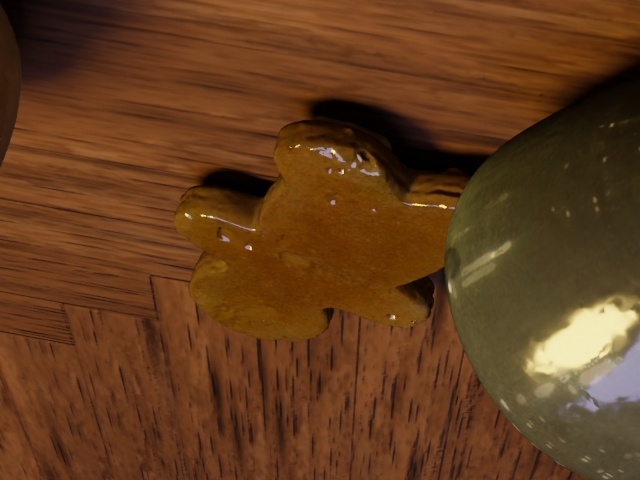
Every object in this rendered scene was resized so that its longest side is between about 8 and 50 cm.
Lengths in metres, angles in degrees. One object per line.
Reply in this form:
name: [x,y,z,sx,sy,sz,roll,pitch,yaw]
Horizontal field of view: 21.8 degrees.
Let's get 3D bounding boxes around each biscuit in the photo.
biscuit: [0.000,0.000,1.144,0.196,0.049,0.301,26,150,-15]

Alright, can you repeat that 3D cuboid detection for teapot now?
teapot: [0.259,0.005,0.878,0.305,0.223,0.285,26,142,-19]

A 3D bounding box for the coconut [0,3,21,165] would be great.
coconut: [-0.273,-0.081,0.950,0.202,0.222,0.202,-2,112,-5]
